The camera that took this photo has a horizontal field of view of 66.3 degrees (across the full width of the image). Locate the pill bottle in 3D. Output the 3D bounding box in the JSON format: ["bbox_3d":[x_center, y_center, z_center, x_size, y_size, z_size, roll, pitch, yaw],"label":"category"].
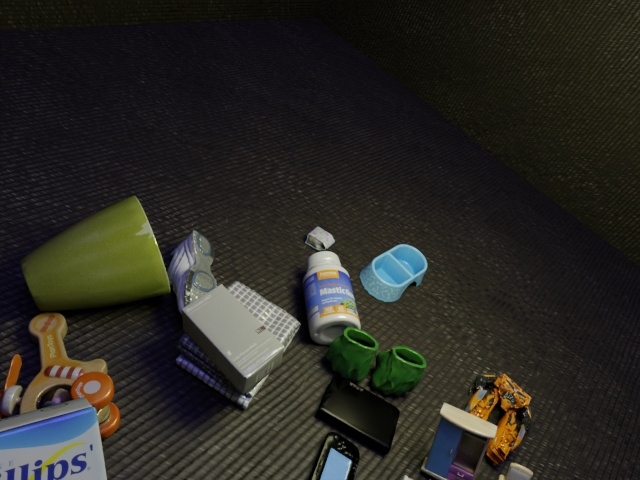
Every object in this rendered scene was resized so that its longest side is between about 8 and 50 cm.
[{"bbox_3d":[0.025,0.168,1.499,0.152,0.152,0.272,9,45,-21],"label":"pill bottle"}]

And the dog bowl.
[{"bbox_3d":[0.272,0.107,1.755,0.297,0.074,0.166,-25,63,-42],"label":"dog bowl"}]

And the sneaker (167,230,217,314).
[{"bbox_3d":[-0.368,0.106,1.374,0.111,0.129,0.297,46,20,-35],"label":"sneaker"}]

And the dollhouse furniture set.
[{"bbox_3d":[0.332,0.579,1.117,0.286,0.198,0.303,19,24,22],"label":"dollhouse furniture set"}]

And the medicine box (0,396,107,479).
[{"bbox_3d":[-0.510,0.450,0.829,0.263,0.149,0.289,-8,87,-34],"label":"medicine box"}]

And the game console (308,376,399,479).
[{"bbox_3d":[0.069,0.528,1.240,0.213,0.044,0.361,29,41,1],"label":"game console"}]

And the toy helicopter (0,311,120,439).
[{"bbox_3d":[-0.599,0.298,1.078,0.235,0.140,0.355,-15,45,-27],"label":"toy helicopter"}]

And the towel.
[{"bbox_3d":[-0.213,0.260,1.301,0.235,0.121,0.283,32,41,6],"label":"towel"}]

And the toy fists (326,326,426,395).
[{"bbox_3d":[0.155,0.349,1.398,0.279,0.142,0.096,22,25,-8],"label":"toy fists"}]

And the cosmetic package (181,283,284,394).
[{"bbox_3d":[-0.212,0.232,1.172,0.238,0.107,0.127,40,53,20],"label":"cosmetic package"}]

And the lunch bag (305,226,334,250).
[{"bbox_3d":[0.000,0.000,1.734,0.083,0.053,0.071,28,38,15],"label":"lunch bag"}]

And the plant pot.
[{"bbox_3d":[-0.571,0.059,1.236,0.293,0.275,0.275,-20,59,-23],"label":"plant pot"}]

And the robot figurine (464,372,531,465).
[{"bbox_3d":[0.538,0.517,1.472,0.211,0.085,0.291,43,43,15],"label":"robot figurine"}]
